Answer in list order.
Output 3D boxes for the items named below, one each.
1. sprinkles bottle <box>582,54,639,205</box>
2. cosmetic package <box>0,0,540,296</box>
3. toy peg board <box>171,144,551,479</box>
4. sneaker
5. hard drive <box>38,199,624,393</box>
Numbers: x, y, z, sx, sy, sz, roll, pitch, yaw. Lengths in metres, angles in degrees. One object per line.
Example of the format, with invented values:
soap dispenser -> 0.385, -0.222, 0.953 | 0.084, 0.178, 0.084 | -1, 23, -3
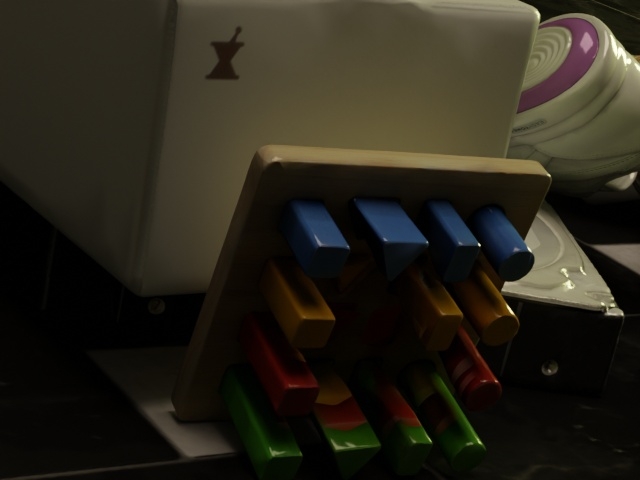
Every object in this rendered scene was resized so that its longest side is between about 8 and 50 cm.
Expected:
sprinkles bottle -> 0.372, -0.116, 1.260 | 0.355, 0.121, 0.121 | -10, 10, 23
cosmetic package -> -0.108, -0.130, 0.967 | 0.230, 0.161, 0.453 | -3, 23, -35
toy peg board -> 0.031, 0.044, 0.775 | 0.161, 0.161, 0.079 | 1, 37, -29
sneaker -> 0.141, -0.069, 1.175 | 0.152, 0.114, 0.305 | 32, -19, -25
hard drive -> 0.000, 0.000, 1.011 | 0.339, 0.064, 0.237 | 9, 19, -8
